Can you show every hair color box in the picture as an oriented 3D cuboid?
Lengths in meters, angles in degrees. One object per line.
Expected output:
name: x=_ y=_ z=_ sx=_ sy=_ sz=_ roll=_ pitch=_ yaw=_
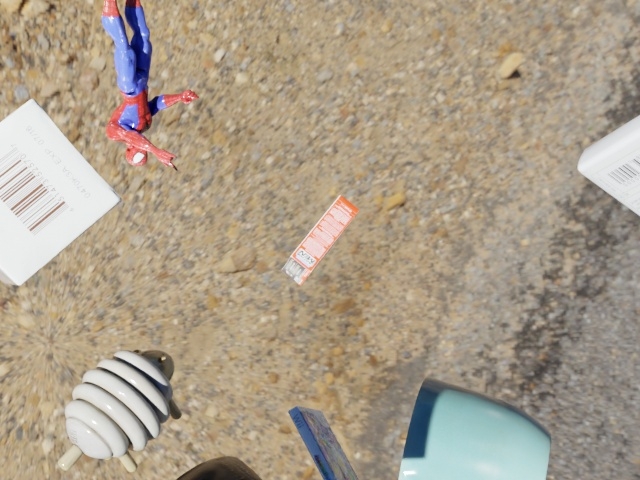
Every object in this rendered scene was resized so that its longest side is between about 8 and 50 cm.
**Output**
hair color box: x=0.000 y=0.000 z=1.684 sx=0.053 sy=0.093 sz=0.167 roll=39 pitch=67 yaw=1

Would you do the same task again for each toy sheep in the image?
toy sheep: x=-0.171 y=0.144 z=0.737 sx=0.091 sy=0.091 sz=0.132 roll=43 pitch=55 yaw=-9

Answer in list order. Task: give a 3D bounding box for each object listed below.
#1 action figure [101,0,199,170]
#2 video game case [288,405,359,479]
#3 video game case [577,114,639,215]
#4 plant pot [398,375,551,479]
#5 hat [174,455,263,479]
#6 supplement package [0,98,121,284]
action figure: x=-0.215 y=-0.207 z=1.126 sx=0.139 sy=0.280 sz=0.091 roll=23 pitch=39 yaw=17
video game case: x=0.016 y=0.193 z=0.709 sx=0.011 sy=0.087 sz=0.122 roll=-32 pitch=71 yaw=5
video game case: x=0.454 y=-0.054 z=0.788 sx=0.300 sy=0.329 sz=0.036 roll=34 pitch=62 yaw=-9
plant pot: x=0.277 y=0.407 z=1.527 sx=0.235 sy=0.293 sz=0.293 roll=10 pitch=79 yaw=16
hat: x=-0.046 y=0.191 z=0.422 sx=0.331 sy=0.331 sz=0.134 roll=47 pitch=59 yaw=-7
supplement package: x=-0.253 y=-0.033 z=0.723 sx=0.105 sy=0.179 sz=0.105 roll=-45 pitch=105 yaw=-19
